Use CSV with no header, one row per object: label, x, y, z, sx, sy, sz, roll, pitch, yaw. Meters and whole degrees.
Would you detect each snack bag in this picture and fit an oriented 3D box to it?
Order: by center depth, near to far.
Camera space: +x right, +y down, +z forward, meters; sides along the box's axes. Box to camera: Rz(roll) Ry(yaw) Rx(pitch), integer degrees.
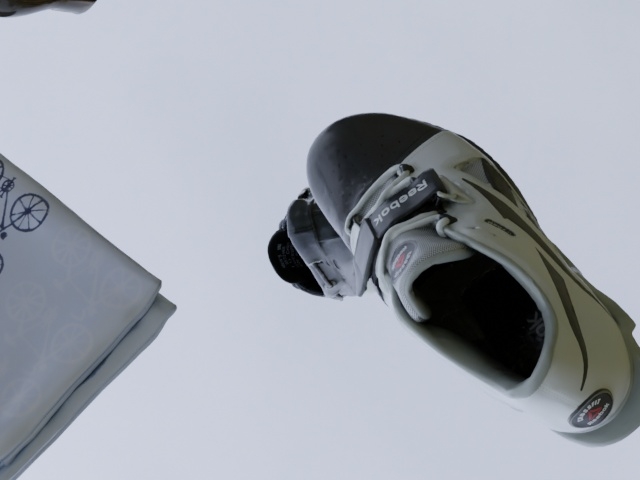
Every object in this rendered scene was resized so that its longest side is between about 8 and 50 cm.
snack bag,-0.322,0.080,1.291,0.323,0.342,0.037,37,169,30

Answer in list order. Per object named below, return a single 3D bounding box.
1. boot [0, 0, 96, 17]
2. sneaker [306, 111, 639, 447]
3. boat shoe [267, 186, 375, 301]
boot,-0.207,-0.245,1.165,0.106,0.082,0.219,3,-104,-40
sneaker,0.084,0.003,1.218,0.330,0.122,0.146,43,-166,35
boat shoe,0.001,0.004,1.863,0.340,0.113,0.127,148,108,-84
